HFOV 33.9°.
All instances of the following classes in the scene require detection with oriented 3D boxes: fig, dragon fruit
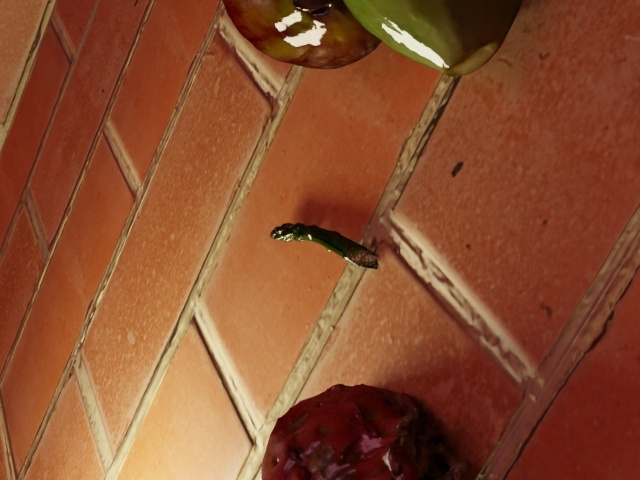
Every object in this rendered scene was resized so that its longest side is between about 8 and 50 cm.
[{"bbox_3d":[0.111,-0.280,1.049,0.207,0.207,0.230,5,115,59],"label":"fig"},{"bbox_3d":[0.040,0.227,0.997,0.211,0.134,0.262,-41,45,39],"label":"dragon fruit"},{"bbox_3d":[-0.009,-0.309,1.235,0.263,0.224,0.224,52,122,39],"label":"fig"}]

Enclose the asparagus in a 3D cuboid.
[{"bbox_3d":[0.000,0.001,1.257,0.236,0.027,0.034,18,82,59],"label":"asparagus"}]
